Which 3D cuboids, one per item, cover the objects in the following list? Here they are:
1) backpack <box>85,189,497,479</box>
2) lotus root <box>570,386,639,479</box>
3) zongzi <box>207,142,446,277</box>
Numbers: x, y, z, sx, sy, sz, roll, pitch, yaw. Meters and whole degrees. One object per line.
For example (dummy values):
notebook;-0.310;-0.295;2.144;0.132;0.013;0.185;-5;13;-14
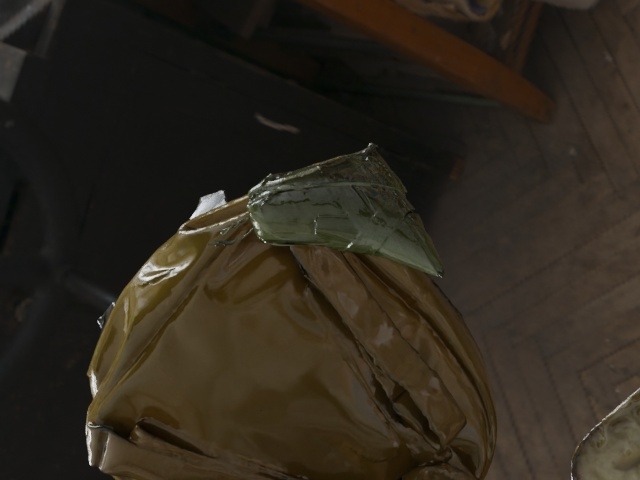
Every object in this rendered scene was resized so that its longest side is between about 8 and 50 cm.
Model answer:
backpack;-0.029;0.148;1.030;0.353;0.378;0.201;-43;11;8
lotus root;0.337;0.245;1.094;0.170;0.074;0.261;-13;81;23
zongzi;0.000;0.000;0.811;0.062;0.154;0.130;88;161;-52
